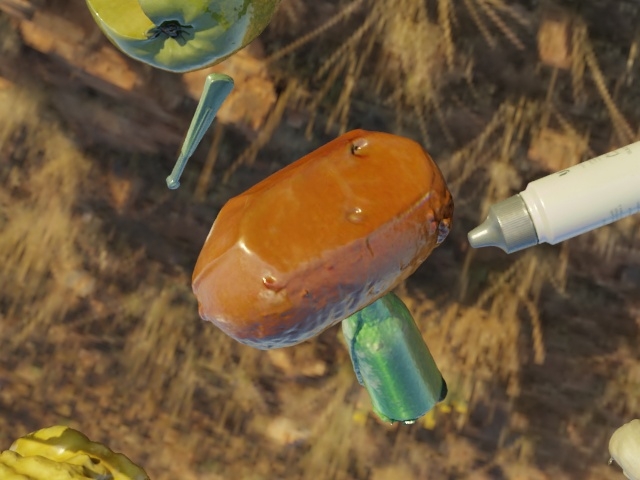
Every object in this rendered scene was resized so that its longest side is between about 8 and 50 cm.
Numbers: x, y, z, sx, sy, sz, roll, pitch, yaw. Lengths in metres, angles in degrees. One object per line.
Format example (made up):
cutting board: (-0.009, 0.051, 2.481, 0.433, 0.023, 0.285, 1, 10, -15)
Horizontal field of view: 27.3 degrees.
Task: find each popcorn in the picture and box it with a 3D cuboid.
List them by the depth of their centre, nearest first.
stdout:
popcorn: (-0.241, 0.269, 1.105, 0.190, 0.250, 0.250, 52, 158, 9)

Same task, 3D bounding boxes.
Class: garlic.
garlic: (0.374, 0.243, 1.491, 0.084, 0.066, 0.152, 12, -167, -1)

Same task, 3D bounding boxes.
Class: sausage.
sausage: (0.000, -0.001, 1.246, 0.153, 0.268, 0.141, 51, 156, 17)

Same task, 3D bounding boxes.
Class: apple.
apple: (-0.192, -0.376, 1.824, 0.292, 0.254, 0.292, 6, 151, 3)

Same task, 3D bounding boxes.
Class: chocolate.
chocolate: (0.079, 0.123, 1.671, 0.110, 0.110, 0.291, 8, 148, 23)

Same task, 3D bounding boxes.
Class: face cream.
face cream: (0.344, -0.054, 1.755, 0.311, 0.092, 0.092, -22, 151, 0)

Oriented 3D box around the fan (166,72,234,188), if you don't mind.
fan: (-0.159, -0.138, 1.703, 0.038, 0.016, 0.193, 5, 134, -30)
